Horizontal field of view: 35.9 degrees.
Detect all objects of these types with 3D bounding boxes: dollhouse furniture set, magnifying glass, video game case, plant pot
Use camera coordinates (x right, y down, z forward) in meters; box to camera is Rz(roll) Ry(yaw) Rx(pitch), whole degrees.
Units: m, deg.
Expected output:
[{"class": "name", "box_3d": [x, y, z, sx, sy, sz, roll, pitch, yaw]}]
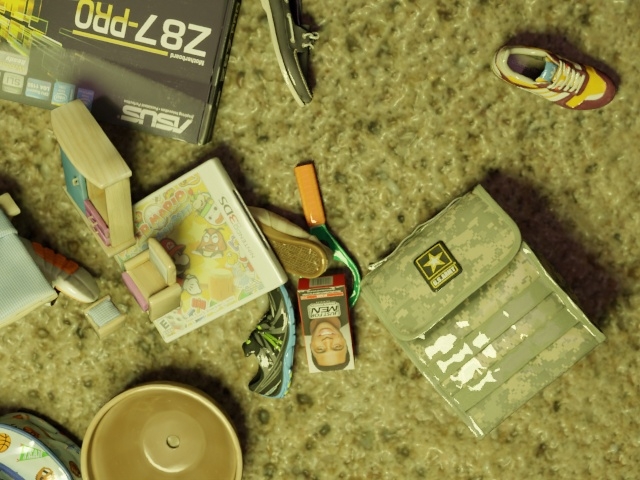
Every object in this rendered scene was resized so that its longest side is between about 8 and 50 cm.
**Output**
[{"class": "dollhouse furniture set", "box_3d": [-0.387, 0.013, 1.301, 0.303, 0.198, 0.286, -30, 69, -21]}, {"class": "magnifying glass", "box_3d": [0.000, 0.000, 1.474, 0.092, 0.026, 0.230, -13, 99, 4]}, {"class": "video game case", "box_3d": [-0.190, 0.018, 1.445, 0.227, 0.026, 0.206, -28, 96, 24]}, {"class": "plant pot", "box_3d": [-0.228, 0.316, 1.476, 0.238, 0.110, 0.237, 0, 98, 2]}]

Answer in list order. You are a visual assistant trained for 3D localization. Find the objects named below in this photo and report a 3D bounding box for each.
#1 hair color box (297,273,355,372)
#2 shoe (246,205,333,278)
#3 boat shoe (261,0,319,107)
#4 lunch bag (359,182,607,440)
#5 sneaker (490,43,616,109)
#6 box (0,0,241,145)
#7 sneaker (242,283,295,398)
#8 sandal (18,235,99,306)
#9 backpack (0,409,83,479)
[{"class": "hair color box", "box_3d": [0.010, 0.123, 1.458, 0.072, 0.043, 0.141, -7, 114, 4]}, {"class": "shoe", "box_3d": [-0.082, -0.003, 1.452, 0.219, 0.058, 0.076, 22, 117, 16]}, {"class": "boat shoe", "box_3d": [-0.036, -0.295, 1.410, 0.065, 0.075, 0.206, -16, 92, 7]}, {"class": "lunch bag", "box_3d": [0.222, 0.092, 1.408, 0.235, 0.169, 0.287, -41, 87, 9]}, {"class": "sneaker", "box_3d": [0.334, -0.230, 1.401, 0.186, 0.084, 0.069, 14, 97, 0]}, {"class": "box", "box_3d": [-0.317, -0.333, 1.403, 0.395, 0.097, 0.318, 14, 100, 0]}, {"class": "sneaker", "box_3d": [-0.077, 0.145, 1.470, 0.078, 0.067, 0.188, 4, 100, -5]}, {"class": "sandal", "box_3d": [-0.449, 0.039, 1.459, 0.265, 0.102, 0.076, 29, 99, 7]}, {"class": "backpack", "box_3d": [-0.473, 0.393, 1.454, 0.277, 0.213, 0.263, 33, 87, 0]}]
